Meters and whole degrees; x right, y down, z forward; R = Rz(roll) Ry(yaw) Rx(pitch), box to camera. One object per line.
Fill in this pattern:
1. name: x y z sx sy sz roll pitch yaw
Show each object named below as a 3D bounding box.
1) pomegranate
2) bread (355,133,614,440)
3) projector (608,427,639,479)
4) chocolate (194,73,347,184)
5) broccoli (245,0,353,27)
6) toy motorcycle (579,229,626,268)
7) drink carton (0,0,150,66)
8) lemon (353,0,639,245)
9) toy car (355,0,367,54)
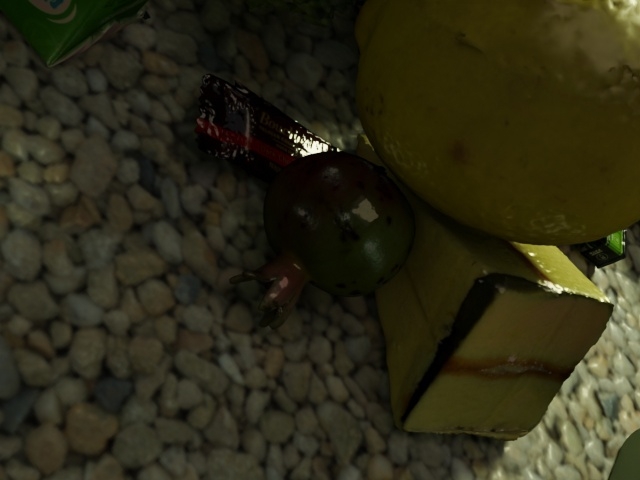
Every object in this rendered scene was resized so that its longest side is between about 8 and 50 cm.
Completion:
1. pomegranate: -0.003 -0.004 0.938 0.159 0.129 0.129 -26 80 0
2. bread: 0.114 0.040 1.050 0.168 0.163 0.264 12 27 -33
3. projector: 0.348 0.253 1.000 0.108 0.198 0.250 46 45 -8
4. chocolate: -0.036 -0.077 1.000 0.182 0.028 0.086 27 52 -39
5. broccoli: -0.071 -0.387 0.992 0.318 0.338 0.277 15 24 -7
6. toy motorcycle: 0.295 -0.064 1.249 0.100 0.058 0.173 34 49 -29
7. drink carton: -0.162 -0.266 0.841 0.161 0.271 0.108 52 49 -4
8. lemon: 0.167 -0.125 0.928 0.284 0.260 0.260 47 44 3
9. toy car: 0.066 -0.201 1.143 0.069 0.055 0.142 28 36 -25
